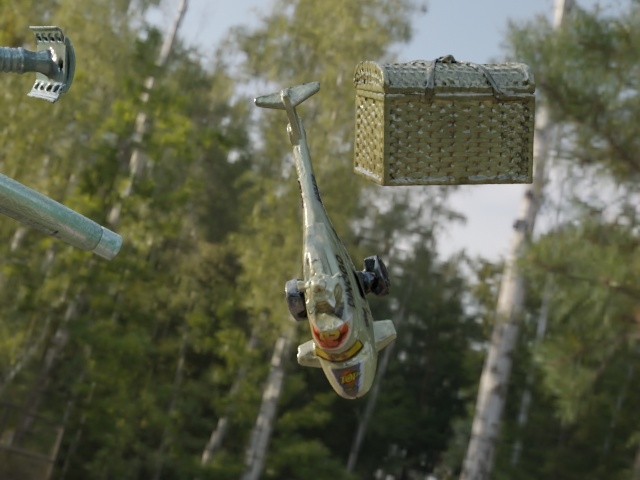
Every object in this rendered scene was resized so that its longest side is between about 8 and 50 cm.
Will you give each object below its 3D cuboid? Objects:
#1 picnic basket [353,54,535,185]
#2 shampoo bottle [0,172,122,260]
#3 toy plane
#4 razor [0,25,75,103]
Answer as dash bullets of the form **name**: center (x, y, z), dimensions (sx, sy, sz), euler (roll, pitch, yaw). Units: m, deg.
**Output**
- **picnic basket**: center (0.149, -0.151, 1.341), dimensions (0.196, 0.154, 0.134), euler (-1, 11, -12)
- **shampoo bottle**: center (-0.329, -0.028, 1.331), dimensions (0.190, 0.041, 0.069), euler (29, -25, -32)
- **toy plane**: center (0.000, 0.000, 0.949), dimensions (0.092, 0.286, 0.108), euler (-16, -26, 11)
- **razor**: center (-0.341, -0.160, 0.951), dimensions (0.232, 0.068, 0.106), euler (-1, 9, -27)
